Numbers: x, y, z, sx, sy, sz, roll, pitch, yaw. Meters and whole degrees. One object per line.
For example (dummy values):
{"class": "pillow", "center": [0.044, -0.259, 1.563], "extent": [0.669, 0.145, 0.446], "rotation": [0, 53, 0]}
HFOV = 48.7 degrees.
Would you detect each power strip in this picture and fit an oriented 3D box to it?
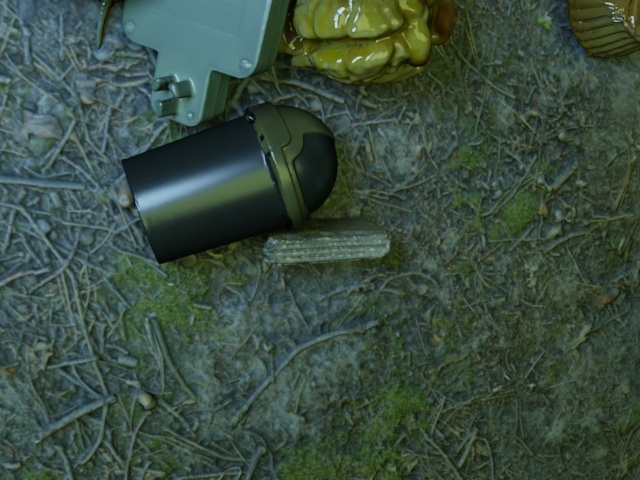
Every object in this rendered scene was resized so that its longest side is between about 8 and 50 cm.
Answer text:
{"class": "power strip", "center": [-0.188, -0.302, 1.045], "extent": [0.230, 0.141, 0.260], "rotation": [21, 113, 11]}

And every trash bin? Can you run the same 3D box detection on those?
{"class": "trash bin", "center": [-0.127, -0.097, 1.127], "extent": [0.334, 0.214, 0.214], "rotation": [-20, 110, -12]}

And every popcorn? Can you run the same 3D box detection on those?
{"class": "popcorn", "center": [0.051, -0.354, 1.116], "extent": [0.333, 0.264, 0.225], "rotation": [9, 127, 0]}

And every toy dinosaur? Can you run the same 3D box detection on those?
{"class": "toy dinosaur", "center": [-0.303, -0.391, 1.069], "extent": [0.106, 0.044, 0.187], "rotation": [-32, 138, -34]}

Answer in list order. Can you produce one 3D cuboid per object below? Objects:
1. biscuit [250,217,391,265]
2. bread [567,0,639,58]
{"class": "biscuit", "center": [0.000, 0.000, 1.254], "extent": [0.239, 0.108, 0.061], "rotation": [-4, 106, -20]}
{"class": "bread", "center": [0.579, -0.468, 1.343], "extent": [0.240, 0.139, 0.239], "rotation": [-4, 102, -22]}
